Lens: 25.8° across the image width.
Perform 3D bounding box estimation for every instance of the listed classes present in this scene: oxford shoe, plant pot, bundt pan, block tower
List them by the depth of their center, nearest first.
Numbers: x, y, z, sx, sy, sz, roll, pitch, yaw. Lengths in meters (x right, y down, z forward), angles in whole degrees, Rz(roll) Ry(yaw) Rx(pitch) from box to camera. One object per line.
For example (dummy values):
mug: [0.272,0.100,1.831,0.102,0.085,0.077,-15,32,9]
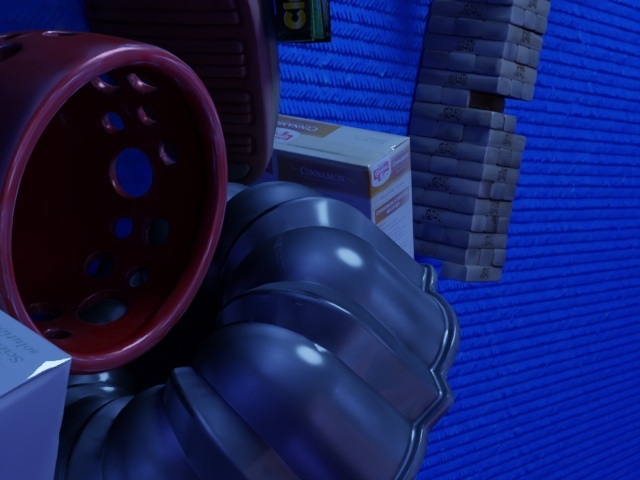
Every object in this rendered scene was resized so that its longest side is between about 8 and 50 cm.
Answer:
plant pot: [-0.178,-0.032,0.819,0.191,0.174,0.191,-29,126,-51]
bundt pan: [-0.080,0.086,0.908,0.124,0.331,0.331,52,56,-32]
oxford shoe: [-0.079,-0.223,0.944,0.146,0.140,0.397,-51,142,-44]
block tower: [0.151,-0.130,1.387,0.091,0.097,0.335,1,99,-58]

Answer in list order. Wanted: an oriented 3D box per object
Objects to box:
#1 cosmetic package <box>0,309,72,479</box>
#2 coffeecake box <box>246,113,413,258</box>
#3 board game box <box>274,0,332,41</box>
cosmetic package: [-0.257,0.180,0.673,0.155,0.197,0.365,-30,144,-50]
coffeecake box: [0.000,0.000,1.145,0.068,0.142,0.185,-36,131,-47]
board game box: [-0.013,-0.211,1.014,0.260,0.030,0.136,-68,157,-82]
